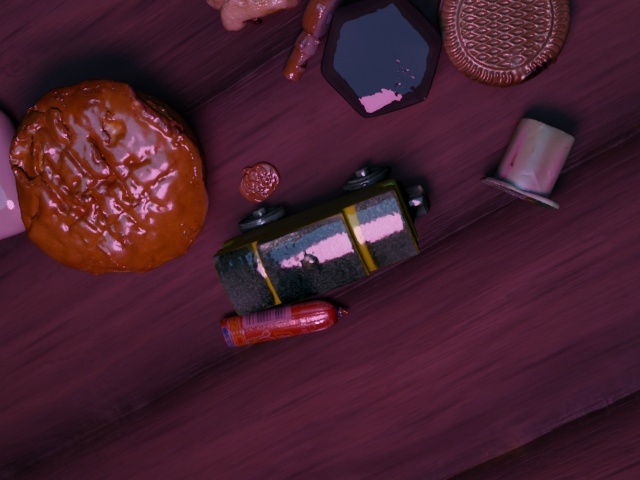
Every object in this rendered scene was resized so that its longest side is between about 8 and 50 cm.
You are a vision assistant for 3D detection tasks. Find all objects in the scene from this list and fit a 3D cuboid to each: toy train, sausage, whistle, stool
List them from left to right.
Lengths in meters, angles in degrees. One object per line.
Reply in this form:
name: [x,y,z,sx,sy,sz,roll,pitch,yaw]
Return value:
sausage: [-0.075,0.174,1.525,0.274,0.074,0.074,-12,102,9]
whistle: [-0.014,-0.409,1.361,0.057,0.107,0.220,34,120,6]
toy train: [0.000,0.000,1.368,0.443,0.272,0.179,-20,104,11]
stool: [0.116,-0.349,1.332,0.233,0.141,0.232,2,105,7]

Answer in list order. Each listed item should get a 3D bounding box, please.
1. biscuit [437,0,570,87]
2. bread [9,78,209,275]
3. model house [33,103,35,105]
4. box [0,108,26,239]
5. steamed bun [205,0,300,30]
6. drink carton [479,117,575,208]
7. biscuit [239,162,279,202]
biscuit: [0.342,-0.418,1.319,0.260,0.079,0.258,2,104,6]
bread: [-0.403,-0.127,1.396,0.399,0.215,0.397,0,107,-2]
model house: [-0.561,-0.260,1.486,0.083,0.057,0.058,9,79,24]
box: [-0.779,-0.120,1.498,0.349,0.141,0.288,-17,103,10]
steamed bun: [-0.142,-0.477,1.334,0.155,0.141,0.172,-36,101,18]
drink carton: [0.404,-0.152,1.355,0.144,0.146,0.142,22,97,0]
biscuit: [-0.132,-0.124,1.483,0.078,0.015,0.091,39,105,-4]
